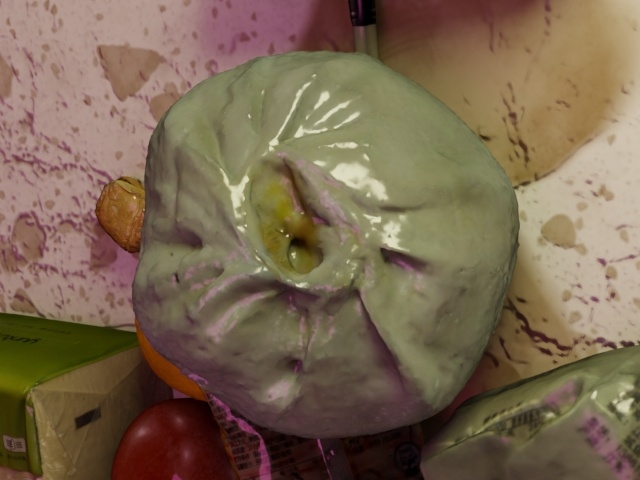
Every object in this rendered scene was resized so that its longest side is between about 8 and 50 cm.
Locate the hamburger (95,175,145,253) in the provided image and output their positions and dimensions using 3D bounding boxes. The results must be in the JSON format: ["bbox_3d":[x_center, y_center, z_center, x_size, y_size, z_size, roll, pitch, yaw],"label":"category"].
[{"bbox_3d":[-0.201,-0.026,1.658,0.083,0.044,0.076,42,122,20],"label":"hamburger"}]

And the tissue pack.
[{"bbox_3d":[-0.327,0.182,1.709,0.274,0.200,0.167,4,105,37],"label":"tissue pack"}]

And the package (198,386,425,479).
[{"bbox_3d":[0.011,0.182,1.452,0.108,0.223,0.288,169,82,-73],"label":"package"}]

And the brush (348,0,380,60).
[{"bbox_3d":[0.043,-0.185,1.433,0.042,0.039,0.299,1,103,37],"label":"brush"}]

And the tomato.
[{"bbox_3d":[-0.132,0.251,1.601,0.167,0.167,0.167,11,108,36],"label":"tomato"}]

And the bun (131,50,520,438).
[{"bbox_3d":[0.006,-0.002,1.335,0.354,0.194,0.354,-1,81,3],"label":"bun"}]

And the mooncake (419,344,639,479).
[{"bbox_3d":[0.235,0.223,1.323,0.250,0.136,0.254,-32,86,40],"label":"mooncake"}]

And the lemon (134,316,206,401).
[{"bbox_3d":[-0.114,0.085,1.559,0.187,0.142,0.142,23,115,48],"label":"lemon"}]
